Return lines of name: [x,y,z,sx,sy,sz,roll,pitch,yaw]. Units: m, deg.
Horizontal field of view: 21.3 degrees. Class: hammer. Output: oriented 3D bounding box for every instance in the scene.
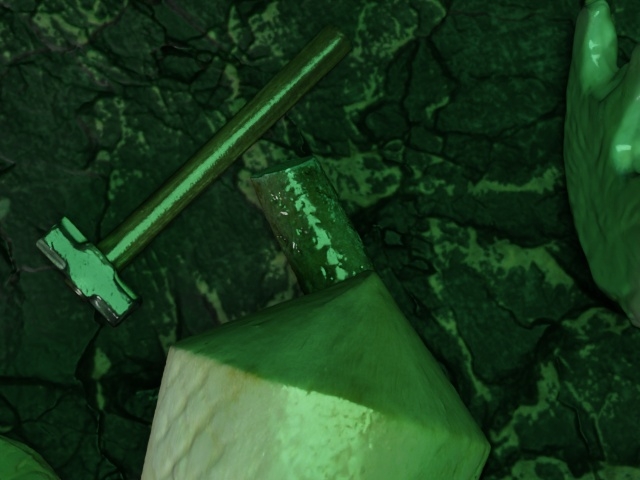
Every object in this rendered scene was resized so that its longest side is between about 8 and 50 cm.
hammer: [-0.109,-0.079,1.651,0.365,0.043,0.111,-44,87,-10]

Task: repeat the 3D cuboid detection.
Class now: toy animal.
toy animal: [0.346,-0.052,1.589,0.188,0.308,0.266,11,106,-24]

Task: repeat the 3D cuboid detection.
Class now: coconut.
coconut: [0.000,0.180,1.509,0.329,0.329,0.329,0,83,-4]

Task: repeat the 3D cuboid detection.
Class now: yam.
yam: [0.000,0.000,1.629,0.078,0.078,0.179,-25,85,-7]

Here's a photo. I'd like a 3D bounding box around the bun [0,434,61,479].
bun: [-0.321,0.274,1.553,0.195,0.118,0.195,0,87,-4]
